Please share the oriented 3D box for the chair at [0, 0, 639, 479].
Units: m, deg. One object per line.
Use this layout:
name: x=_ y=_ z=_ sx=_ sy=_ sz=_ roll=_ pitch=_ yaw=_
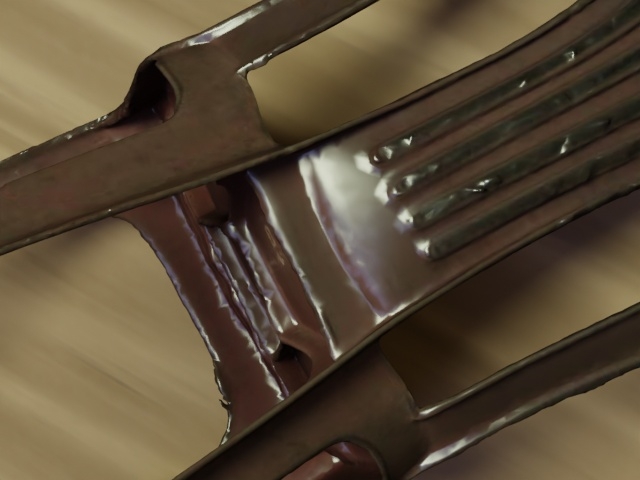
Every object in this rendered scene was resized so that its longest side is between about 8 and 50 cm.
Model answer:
chair: x=0.000 y=0.000 z=0.530 sx=0.326 sy=0.183 sz=0.176 roll=-27 pitch=91 yaw=-16
